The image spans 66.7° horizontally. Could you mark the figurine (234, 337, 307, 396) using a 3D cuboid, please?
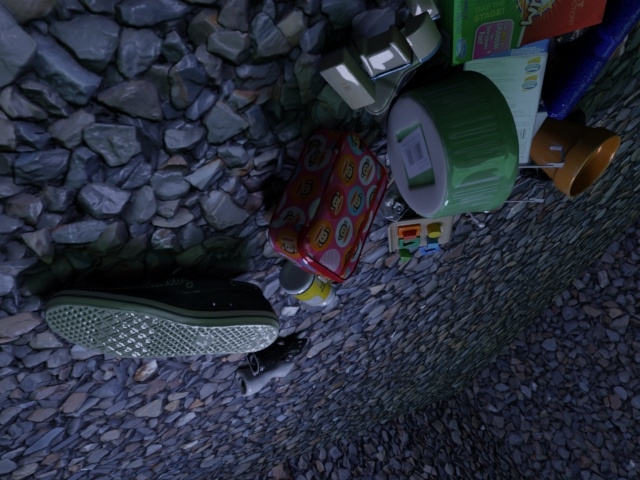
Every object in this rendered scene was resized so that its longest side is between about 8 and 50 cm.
[{"bbox_3d":[-0.158,0.412,1.616,0.209,0.092,0.215,-10,140,-39],"label":"figurine"}]

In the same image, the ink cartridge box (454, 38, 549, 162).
[{"bbox_3d":[0.395,-0.315,1.099,0.186,0.065,0.311,-7,127,-2],"label":"ink cartridge box"}]

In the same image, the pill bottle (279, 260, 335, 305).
[{"bbox_3d":[-0.029,0.122,1.340,0.103,0.103,0.184,-39,147,7],"label":"pill bottle"}]

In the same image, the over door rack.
[{"bbox_3d":[0.497,-0.134,1.356,0.324,0.108,0.239,-10,158,7],"label":"over door rack"}]

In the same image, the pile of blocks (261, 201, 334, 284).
[{"bbox_3d":[0.000,0.000,1.173,0.112,0.149,0.362,-38,146,6],"label":"pile of blocks"}]

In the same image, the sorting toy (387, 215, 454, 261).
[{"bbox_3d":[0.298,-0.014,1.438,0.196,0.047,0.347,-11,152,5],"label":"sorting toy"}]

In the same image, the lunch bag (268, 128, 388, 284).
[{"bbox_3d":[0.033,-0.063,1.046,0.258,0.120,0.293,39,69,-52],"label":"lunch bag"}]

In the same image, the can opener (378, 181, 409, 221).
[{"bbox_3d":[0.258,-0.169,1.278,0.283,0.076,0.095,-50,176,21],"label":"can opener"}]

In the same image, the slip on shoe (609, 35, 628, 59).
[{"bbox_3d":[0.771,-0.525,1.279,0.041,0.051,0.135,-32,155,17],"label":"slip on shoe"}]

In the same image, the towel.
[{"bbox_3d":[0.638,-0.452,1.160,0.308,0.076,0.227,-63,172,32],"label":"towel"}]

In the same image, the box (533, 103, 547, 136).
[{"bbox_3d":[0.480,-0.300,1.265,0.170,0.091,0.130,-12,140,-30],"label":"box"}]

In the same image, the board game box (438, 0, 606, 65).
[{"bbox_3d":[0.373,-0.480,0.878,0.316,0.064,0.242,-18,135,-3],"label":"board game box"}]

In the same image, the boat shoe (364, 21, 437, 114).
[{"bbox_3d":[0.154,-0.348,0.970,0.206,0.075,0.065,-55,-175,20],"label":"boat shoe"}]

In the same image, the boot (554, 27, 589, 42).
[{"bbox_3d":[0.514,-0.497,1.057,0.236,0.085,0.178,-31,150,-3],"label":"boot"}]

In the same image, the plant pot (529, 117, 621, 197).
[{"bbox_3d":[0.718,-0.261,1.419,0.205,0.188,0.205,-28,143,-23],"label":"plant pot"}]

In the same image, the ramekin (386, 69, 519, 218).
[{"bbox_3d":[0.261,-0.192,1.035,0.148,0.303,0.303,-16,143,-13],"label":"ramekin"}]

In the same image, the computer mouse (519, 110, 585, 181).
[{"bbox_3d":[0.783,-0.286,1.575,0.184,0.060,0.262,5,131,-43],"label":"computer mouse"}]

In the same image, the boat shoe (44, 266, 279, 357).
[{"bbox_3d":[-0.331,0.155,1.085,0.500,0.156,0.187,8,134,-31],"label":"boat shoe"}]

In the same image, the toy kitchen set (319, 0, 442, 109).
[{"bbox_3d":[0.122,-0.368,0.892,0.207,0.166,0.122,-10,152,32],"label":"toy kitchen set"}]
